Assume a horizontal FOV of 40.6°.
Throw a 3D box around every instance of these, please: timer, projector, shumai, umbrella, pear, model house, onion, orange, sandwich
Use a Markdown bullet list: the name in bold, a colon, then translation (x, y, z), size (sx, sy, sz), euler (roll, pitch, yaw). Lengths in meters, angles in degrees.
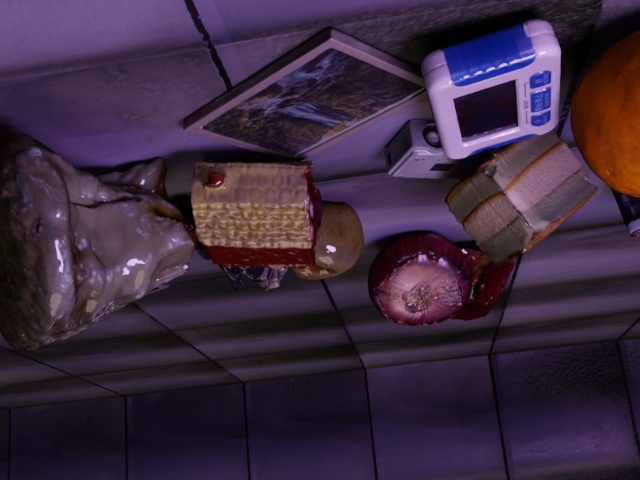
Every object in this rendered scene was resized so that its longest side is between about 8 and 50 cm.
- **timer**: translation (0.238, -0.208, 1.201), size (0.178, 0.078, 0.253), euler (-15, 160, 8)
- **projector**: translation (0.196, -0.146, 1.431), size (0.147, 0.061, 0.115), euler (0, 159, -19)
- **shumai**: translation (-0.367, -0.015, 1.348), size (0.323, 0.324, 0.397), euler (-11, 172, -33)
- **umbrella**: translation (-0.195, 0.011, 1.719), size (0.106, 0.113, 0.357), euler (-39, 147, 11)
- **pear**: translation (0.000, 0.000, 1.691), size (0.167, 0.137, 0.167), euler (-1, 161, -1)
- **model house**: translation (-0.101, -0.056, 1.425), size (0.196, 0.160, 0.254), euler (1, 165, 5)
- **onion**: translation (0.222, 0.083, 1.927), size (0.248, 0.161, 0.248), euler (8, 140, 7)
- **orange**: translation (0.484, -0.176, 1.162), size (0.284, 0.226, 0.284), euler (-5, 167, -1)
- **sandwich**: translation (0.338, -0.090, 1.385), size (0.198, 0.155, 0.227), euler (-37, 175, -12)
- **onion**: translation (0.299, 0.116, 2.113), size (0.280, 0.146, 0.314), euler (5, 163, -18)

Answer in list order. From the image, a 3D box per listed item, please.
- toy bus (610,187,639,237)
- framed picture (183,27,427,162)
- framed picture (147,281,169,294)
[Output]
- **toy bus**: translation (0.618, -0.126, 1.497), size (0.153, 0.143, 0.329), euler (-14, 161, -6)
- **framed picture**: translation (-0.014, -0.199, 1.275), size (0.324, 0.020, 0.240), euler (-22, 156, 40)
- **framed picture**: translation (-0.483, 0.106, 2.049), size (0.150, 0.015, 0.203), euler (-20, 157, 37)
